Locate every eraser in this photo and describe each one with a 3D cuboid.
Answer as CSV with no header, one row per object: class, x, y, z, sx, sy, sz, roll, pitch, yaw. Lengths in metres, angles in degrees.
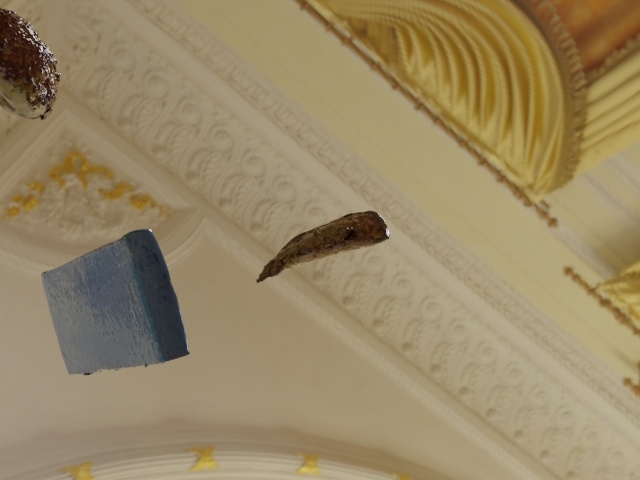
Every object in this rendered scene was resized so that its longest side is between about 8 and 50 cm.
eraser,-0.247,0.081,1.032,0.043,0.312,0.144,-16,-91,-35

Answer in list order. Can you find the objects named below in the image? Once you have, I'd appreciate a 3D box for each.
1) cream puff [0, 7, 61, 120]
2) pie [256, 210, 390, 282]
cream puff,-0.345,-0.200,0.974,0.149,0.149,0.084,41,-103,-11
pie,0.002,-0.002,1.154,0.033,0.191,0.088,62,-159,-24
